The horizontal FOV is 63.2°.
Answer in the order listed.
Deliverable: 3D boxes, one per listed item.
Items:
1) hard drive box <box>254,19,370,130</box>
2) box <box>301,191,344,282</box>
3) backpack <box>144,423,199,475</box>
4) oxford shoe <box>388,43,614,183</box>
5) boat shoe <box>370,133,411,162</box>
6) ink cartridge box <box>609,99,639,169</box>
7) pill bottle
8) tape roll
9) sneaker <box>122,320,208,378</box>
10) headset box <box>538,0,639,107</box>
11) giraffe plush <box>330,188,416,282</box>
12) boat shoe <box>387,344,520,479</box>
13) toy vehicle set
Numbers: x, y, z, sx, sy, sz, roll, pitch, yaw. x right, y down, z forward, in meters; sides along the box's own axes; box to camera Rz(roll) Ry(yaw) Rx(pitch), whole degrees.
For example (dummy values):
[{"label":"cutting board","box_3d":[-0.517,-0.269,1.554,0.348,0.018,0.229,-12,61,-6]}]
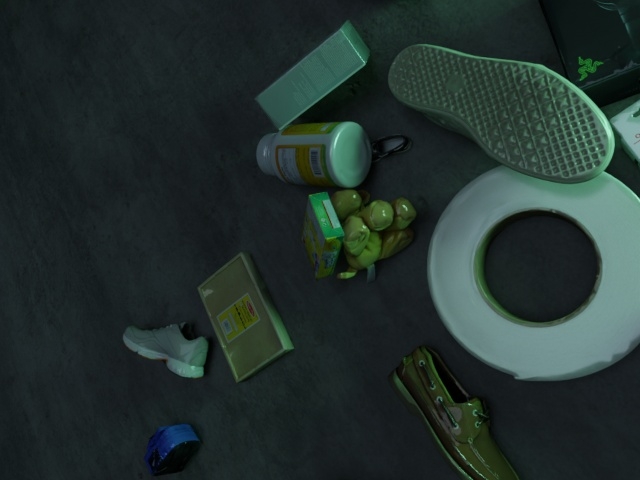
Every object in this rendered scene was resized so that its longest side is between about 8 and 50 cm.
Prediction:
[{"label":"hard drive box","box_3d":[-0.013,-0.362,1.134,0.232,0.181,0.089,-32,108,23]},{"label":"box","box_3d":[0.000,0.000,1.026,0.043,0.179,0.105,-12,61,-17]},{"label":"backpack","box_3d":[-0.368,0.505,1.283,0.120,0.098,0.101,-51,59,16]},{"label":"oxford shoe","box_3d":[0.317,-0.238,0.941,0.449,0.130,0.169,38,107,37]},{"label":"boat shoe","box_3d":[0.132,-0.199,1.116,0.125,0.038,0.046,-7,80,29]},{"label":"ink cartridge box","box_3d":[0.569,-0.149,0.843,0.104,0.060,0.180,-35,68,23]},{"label":"pill bottle","box_3d":[-0.023,-0.187,1.139,0.246,0.136,0.136,9,88,41]},{"label":"tape roll","box_3d":[0.383,0.050,0.921,0.392,0.072,0.392,-4,81,29]},{"label":"sneaker","box_3d":[-0.389,0.254,1.339,0.262,0.099,0.121,18,85,23]},{"label":"headset box","box_3d":[0.515,-0.381,0.864,0.246,0.131,0.283,-18,76,28]},{"label":"giraffe plush","box_3d":[0.078,-0.037,1.078,0.170,0.181,0.210,57,147,34]},{"label":"boat shoe","box_3d":[0.253,0.326,0.937,0.307,0.111,0.104,47,108,26]},{"label":"toy vehicle set","box_3d":[-0.186,0.183,1.253,0.166,0.035,0.267,-36,68,21]}]
